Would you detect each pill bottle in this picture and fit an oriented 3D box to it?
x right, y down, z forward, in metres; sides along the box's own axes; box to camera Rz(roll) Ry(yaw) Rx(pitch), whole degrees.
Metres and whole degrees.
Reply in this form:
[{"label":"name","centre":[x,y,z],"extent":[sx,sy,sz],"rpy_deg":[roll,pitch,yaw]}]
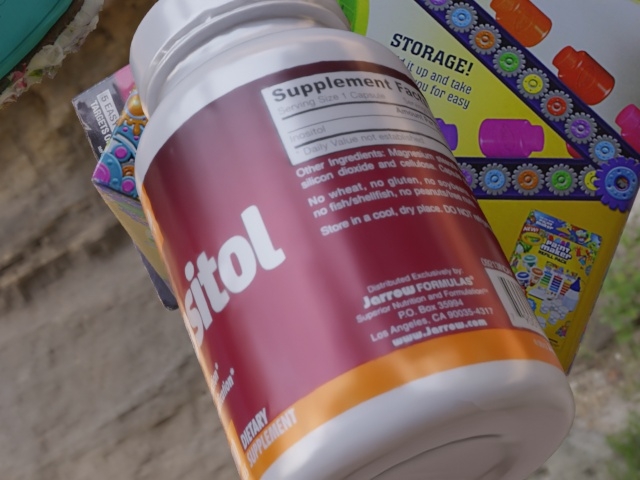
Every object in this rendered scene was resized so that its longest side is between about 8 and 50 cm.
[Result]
[{"label":"pill bottle","centre":[0.000,0.000,0.375],"extent":[0.086,0.086,0.152],"rpy_deg":[-26,61,4]}]

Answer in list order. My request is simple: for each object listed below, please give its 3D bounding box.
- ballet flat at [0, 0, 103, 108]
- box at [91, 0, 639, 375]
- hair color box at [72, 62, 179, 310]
[{"label":"ballet flat","centre":[-0.194,-0.057,0.639],"extent":[0.241,0.091,0.077],"rpy_deg":[-35,-1,-1]},{"label":"box","centre":[0.054,-0.085,0.617],"extent":[0.290,0.177,0.279],"rpy_deg":[93,-160,-79]},{"label":"hair color box","centre":[0.012,-0.097,0.934],"extent":[0.347,0.174,0.105],"rpy_deg":[-25,-1,30]}]
